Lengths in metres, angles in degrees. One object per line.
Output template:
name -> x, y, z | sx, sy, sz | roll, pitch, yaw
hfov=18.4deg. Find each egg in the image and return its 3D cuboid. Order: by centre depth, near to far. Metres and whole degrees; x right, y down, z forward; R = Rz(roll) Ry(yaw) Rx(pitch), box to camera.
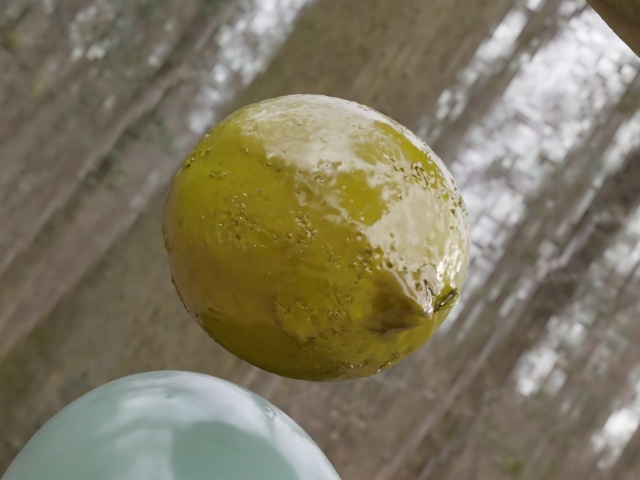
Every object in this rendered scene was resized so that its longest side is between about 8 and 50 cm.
egg -> -0.092, 0.267, 1.232 | 0.276, 0.389, 0.276 | -6, -27, -3

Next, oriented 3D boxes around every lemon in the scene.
lemon -> 0.000, 0.000, 1.168 | 0.206, 0.173, 0.173 | 32, -11, 40

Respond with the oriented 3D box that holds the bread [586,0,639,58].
bread -> 0.342, -0.306, 1.376 | 0.253, 0.376, 0.348 | 4, 57, -55
